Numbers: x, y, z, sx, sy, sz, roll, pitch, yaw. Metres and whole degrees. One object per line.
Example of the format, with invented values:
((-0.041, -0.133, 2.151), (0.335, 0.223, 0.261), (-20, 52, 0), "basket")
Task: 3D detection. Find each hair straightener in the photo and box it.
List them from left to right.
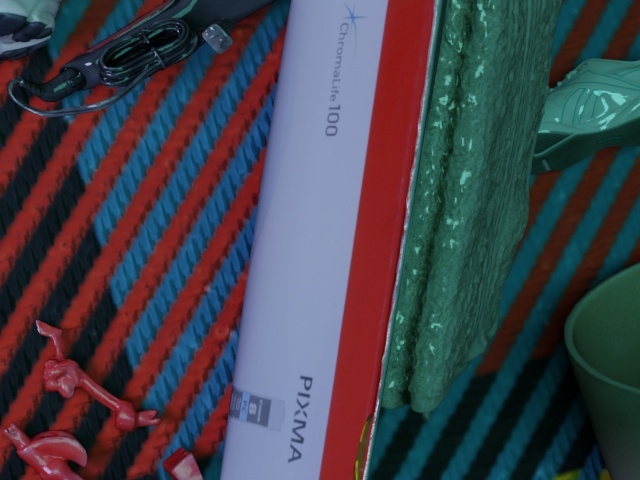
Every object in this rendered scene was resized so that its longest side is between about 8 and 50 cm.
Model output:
((-0.091, -0.141, 1.113), (0.230, 0.089, 0.047), (-28, 113, -14), "hair straightener")

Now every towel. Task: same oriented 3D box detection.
((0.097, -0.040, 1.090), (0.049, 0.187, 0.282), (13, 107, 15), "towel")

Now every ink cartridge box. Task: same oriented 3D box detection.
((0.000, 0.000, 0.984), (0.091, 0.385, 0.308), (9, 88, 0), "ink cartridge box")

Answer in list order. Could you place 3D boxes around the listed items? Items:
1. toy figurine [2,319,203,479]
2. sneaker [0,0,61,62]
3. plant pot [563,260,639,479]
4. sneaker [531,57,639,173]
((-0.221, 0.218, 1.013), (0.362, 0.217, 0.191), (-37, 98, -12), "toy figurine")
((-0.297, -0.171, 1.072), (0.275, 0.107, 0.110), (3, 70, -19), "sneaker")
((0.306, 0.167, 1.156), (0.256, 0.256, 0.274), (-16, 111, -14), "plant pot")
((0.178, -0.089, 1.209), (0.152, 0.054, 0.061), (-13, 62, -5), "sneaker")
